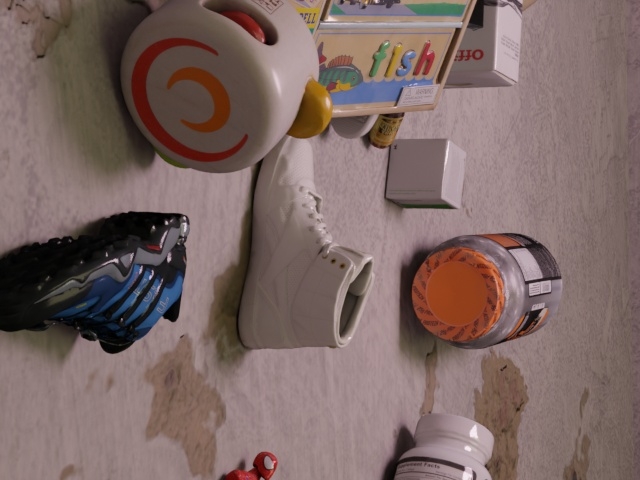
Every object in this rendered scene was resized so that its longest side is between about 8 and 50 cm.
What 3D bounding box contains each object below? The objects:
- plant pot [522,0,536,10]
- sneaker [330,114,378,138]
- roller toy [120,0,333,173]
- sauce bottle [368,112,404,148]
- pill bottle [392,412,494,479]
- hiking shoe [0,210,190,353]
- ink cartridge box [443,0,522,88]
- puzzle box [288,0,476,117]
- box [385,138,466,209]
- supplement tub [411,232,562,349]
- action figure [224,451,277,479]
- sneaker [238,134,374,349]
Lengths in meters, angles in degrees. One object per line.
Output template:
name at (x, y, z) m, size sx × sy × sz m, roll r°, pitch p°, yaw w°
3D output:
plant pot at (0.302, -0.497, 2.200) m, size 0.284 × 0.191 × 0.284 m, roll -6°, pitch 96°, yaw -63°
sneaker at (0.085, -0.255, 1.888) m, size 0.151 × 0.094 × 0.255 m, roll 34°, pitch 63°, yaw -63°
roller toy at (-0.103, -0.184, 1.394) m, size 0.146 × 0.209 × 0.191 m, roll -53°, pitch 131°, yaw -51°
sauce bottle at (0.105, -0.190, 1.926) m, size 0.128 × 0.042 × 0.042 m, roll 108°, pitch 4°, yaw -54°
pill bottle at (0.187, 0.431, 2.066) m, size 0.162 × 0.162 × 0.278 m, roll 59°, pitch 42°, yaw -48°
hiking shoe at (-0.215, 0.057, 1.281) m, size 0.304 × 0.113 × 0.132 m, roll -25°, pitch 113°, yaw -61°
ink cartridge box at (0.208, -0.382, 2.010) m, size 0.114 × 0.197 × 0.272 m, roll 7°, pitch 85°, yaw -62°
puzzle box at (0.054, -0.286, 1.626) m, size 0.409 × 0.052 × 0.272 m, roll -11°, pitch 129°, yaw -47°
box at (0.170, -0.106, 2.060) m, size 0.087 × 0.101 × 0.102 m, roll 26°, pitch 69°, yaw -61°
supplement tub at (0.285, 0.084, 2.205) m, size 0.316 × 0.194 × 0.193 m, roll -2°, pitch 94°, yaw -63°
action figure at (-0.080, 0.381, 1.562) m, size 0.091 × 0.139 × 0.280 m, roll 66°, pitch 34°, yaw -44°
sneaker at (0.000, 0.000, 1.652) m, size 0.108 × 0.169 × 0.292 m, roll 26°, pitch 68°, yaw -60°
